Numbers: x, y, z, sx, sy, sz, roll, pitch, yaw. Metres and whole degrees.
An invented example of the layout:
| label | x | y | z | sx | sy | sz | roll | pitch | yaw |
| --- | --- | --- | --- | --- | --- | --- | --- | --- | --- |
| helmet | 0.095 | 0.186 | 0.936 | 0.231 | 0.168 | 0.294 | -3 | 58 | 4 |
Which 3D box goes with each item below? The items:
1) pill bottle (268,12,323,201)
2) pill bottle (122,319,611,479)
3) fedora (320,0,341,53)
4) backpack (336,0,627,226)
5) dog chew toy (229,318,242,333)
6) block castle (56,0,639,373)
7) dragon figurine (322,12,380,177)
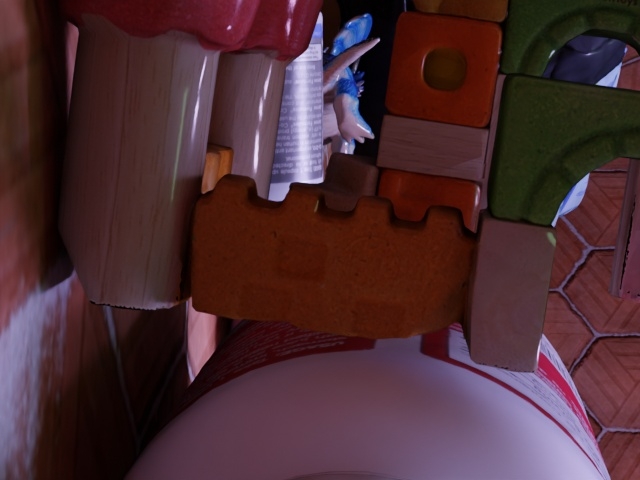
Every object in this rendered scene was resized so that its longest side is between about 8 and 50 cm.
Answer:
| label | x | y | z | sx | sy | sz | roll | pitch | yaw |
| --- | --- | --- | --- | --- | --- | --- | --- | --- | --- |
| pill bottle | -0.037 | -0.062 | 0.891 | 0.078 | 0.078 | 0.137 | -61 | 151 | -81 |
| pill bottle | 0.023 | 0.145 | 0.712 | 0.407 | 0.229 | 0.229 | -56 | 146 | -81 |
| fedora | 0.023 | -0.227 | 1.650 | 0.194 | 0.079 | 0.194 | -5 | 90 | -82 |
| backpack | 0.139 | -0.114 | 1.501 | 0.273 | 0.290 | 0.355 | -26 | 139 | -46 |
| dog chew toy | 0.058 | 0.076 | 1.155 | 0.332 | 0.207 | 0.206 | 24 | 66 | -76 |
| block castle | 0.131 | -0.064 | 0.685 | 0.303 | 0.453 | 0.212 | -46 | 145 | -82 |
| dragon figurine | 0.000 | -0.142 | 1.301 | 0.289 | 0.085 | 0.144 | 92 | -2 | -70 |
